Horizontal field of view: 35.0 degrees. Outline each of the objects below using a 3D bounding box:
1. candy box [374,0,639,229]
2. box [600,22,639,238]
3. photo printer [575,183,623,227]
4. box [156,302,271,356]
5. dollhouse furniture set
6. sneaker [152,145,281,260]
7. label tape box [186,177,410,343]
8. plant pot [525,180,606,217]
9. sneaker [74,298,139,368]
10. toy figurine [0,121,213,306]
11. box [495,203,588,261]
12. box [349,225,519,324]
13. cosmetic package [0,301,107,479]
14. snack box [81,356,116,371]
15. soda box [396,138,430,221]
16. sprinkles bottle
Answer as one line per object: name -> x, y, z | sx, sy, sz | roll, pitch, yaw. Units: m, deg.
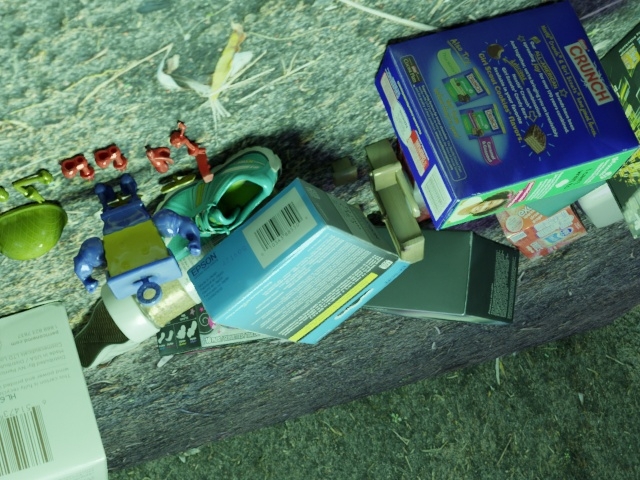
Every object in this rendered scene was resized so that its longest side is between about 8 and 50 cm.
candy box -> 0.280, -0.193, 1.540 | 0.317, 0.268, 0.122 | -17, 163, -15
box -> 0.626, -0.233, 1.734 | 0.097, 0.318, 0.395 | -9, 158, -34
photo printer -> 0.715, -0.144, 2.377 | 0.256, 0.107, 0.307 | -28, 160, 16
box -> -0.196, 0.145, 2.075 | 0.247, 0.142, 0.163 | -5, 171, -43
dollhouse furniture set -> 0.000, 0.000, 1.898 | 0.355, 0.174, 0.303 | -21, 160, -3
sneaker -> -0.178, -0.050, 1.634 | 0.275, 0.110, 0.107 | -37, 115, 22
label tape box -> -0.025, 0.048, 1.730 | 0.249, 0.115, 0.348 | -40, 155, 15
plant pot -> 0.407, -0.173, 1.910 | 0.165, 0.165, 0.234 | -34, 149, 31
sneaker -> -0.392, 0.161, 2.045 | 0.123, 0.106, 0.290 | -22, 171, -44
toy figurine -> -0.311, 0.004, 1.510 | 0.362, 0.217, 0.191 | -20, 161, -7
box -> 0.486, -0.069, 2.279 | 0.154, 0.142, 0.300 | -28, 160, 16
box -> 0.231, 0.076, 2.165 | 0.296, 0.182, 0.294 | 3, 173, 31
cosmetic package -> -0.617, 0.372, 1.991 | 0.329, 0.327, 0.393 | -15, 159, -18
snack box -> -0.478, 0.246, 2.264 | 0.064, 0.022, 0.178 | -7, 156, -34
soda box -> 0.193, -0.126, 1.889 | 0.083, 0.092, 0.263 | -20, 161, -4
sprinkles bottle -> -0.205, 0.038, 1.772 | 0.355, 0.121, 0.121 | -32, 160, 0
